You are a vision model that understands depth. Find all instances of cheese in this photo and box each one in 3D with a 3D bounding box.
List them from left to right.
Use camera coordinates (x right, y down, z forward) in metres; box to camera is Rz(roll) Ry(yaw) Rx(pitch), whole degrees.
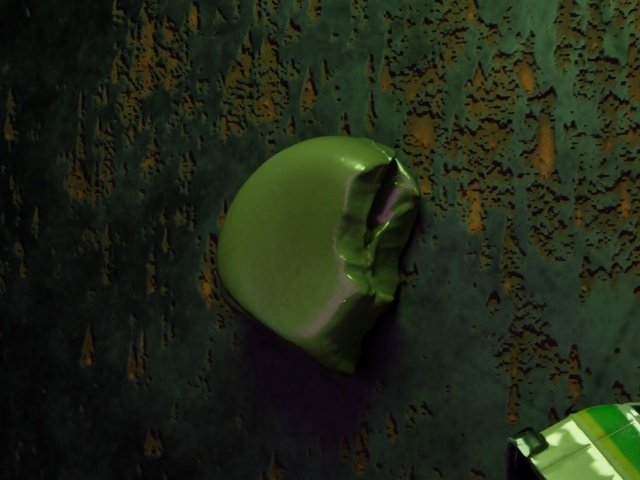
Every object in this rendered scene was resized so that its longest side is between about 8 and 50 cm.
[{"bbox_3d":[0.000,0.000,1.399,0.175,0.091,0.202,39,108,28],"label":"cheese"}]

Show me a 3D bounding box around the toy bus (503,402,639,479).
[{"bbox_3d":[0.269,0.239,1.120,0.179,0.143,0.305,-27,50,-14],"label":"toy bus"}]
